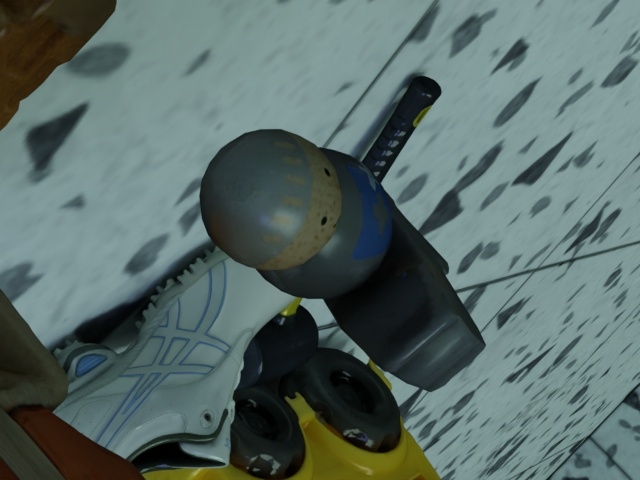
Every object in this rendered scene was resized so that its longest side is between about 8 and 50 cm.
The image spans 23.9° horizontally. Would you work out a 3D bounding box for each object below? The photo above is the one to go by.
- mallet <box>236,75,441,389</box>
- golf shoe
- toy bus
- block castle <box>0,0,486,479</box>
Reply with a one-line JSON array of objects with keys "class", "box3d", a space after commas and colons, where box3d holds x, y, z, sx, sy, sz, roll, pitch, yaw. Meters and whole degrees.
[{"class": "mallet", "box3d": [0.000, 0.000, 0.743, 0.062, 0.039, 0.189, -25, 151, -51]}, {"class": "golf shoe", "box3d": [-0.058, 0.065, 0.681, 0.176, 0.086, 0.069, -35, 158, -26]}, {"class": "toy bus", "box3d": [-0.003, 0.191, 0.877, 0.149, 0.211, 0.220, -51, 159, 26]}, {"class": "block castle", "box3d": [0.046, 0.045, 0.290, 0.303, 0.453, 0.213, -44, 169, 6]}]
